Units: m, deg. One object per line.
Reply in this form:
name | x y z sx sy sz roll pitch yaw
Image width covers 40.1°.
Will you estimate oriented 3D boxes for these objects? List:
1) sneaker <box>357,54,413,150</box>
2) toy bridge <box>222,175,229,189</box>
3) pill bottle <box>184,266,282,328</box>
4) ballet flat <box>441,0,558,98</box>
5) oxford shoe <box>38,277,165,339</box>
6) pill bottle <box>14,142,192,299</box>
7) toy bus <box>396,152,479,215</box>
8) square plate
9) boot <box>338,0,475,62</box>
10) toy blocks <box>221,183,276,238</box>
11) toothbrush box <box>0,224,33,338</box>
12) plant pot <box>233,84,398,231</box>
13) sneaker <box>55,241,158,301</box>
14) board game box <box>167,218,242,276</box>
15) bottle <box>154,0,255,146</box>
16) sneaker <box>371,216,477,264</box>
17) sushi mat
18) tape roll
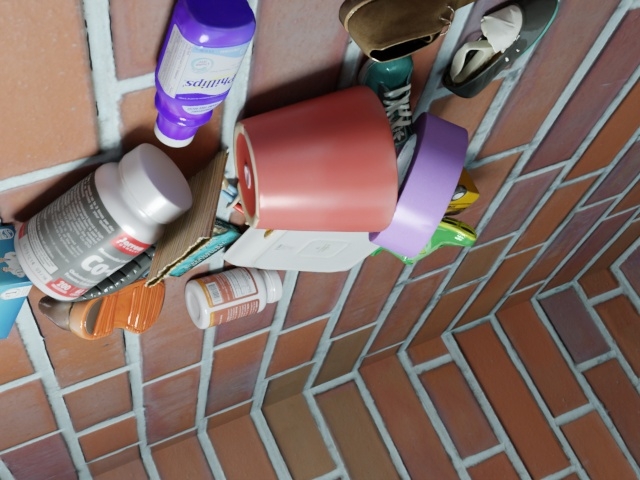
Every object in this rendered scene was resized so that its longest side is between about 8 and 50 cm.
sneaker | 0.135 -0.245 1.663 0.108 0.121 0.302 -22 158 -13
toy bridge | -0.236 -0.062 1.649 0.063 0.188 0.026 -2 126 25
pill bottle | -0.207 0.130 2.116 0.216 0.121 0.121 -15 155 -28
ballet flat | 0.328 -0.368 1.658 0.096 0.095 0.280 4 144 -33
oxford shoe | -0.453 0.127 1.880 0.364 0.133 0.129 6 98 -71
pill bottle | -0.371 -0.033 1.511 0.283 0.161 0.161 -33 157 16
toy bus | 0.236 -0.125 2.071 0.333 0.108 0.130 -5 151 -45
square plate | 0.000 0.000 1.957 0.344 0.049 0.347 3 155 -29
boot | 0.191 -0.378 1.445 0.305 0.115 0.112 -23 156 -12
toy blocks | -0.127 -0.081 1.728 0.148 0.054 0.123 39 133 -17
toothbrush box | -0.675 0.096 1.502 0.296 0.126 0.216 -10 154 -37
plant pot | -0.020 -0.134 1.586 0.243 0.274 0.275 -9 154 -14
sneaker | -0.369 0.039 1.728 0.341 0.125 0.139 -23 163 -5
board game box | -0.276 0.016 1.910 0.186 0.026 0.126 -34 158 16
bottle | -0.189 -0.251 1.322 0.118 0.092 0.283 -14 155 -32
sneaker | 0.252 -0.001 2.194 0.296 0.123 0.109 2 -173 28
sushi mat | -0.230 -0.047 1.534 0.151 0.316 0.019 -38 115 21
tape roll | 0.187 -0.107 1.705 0.090 0.274 0.274 21 145 -5
